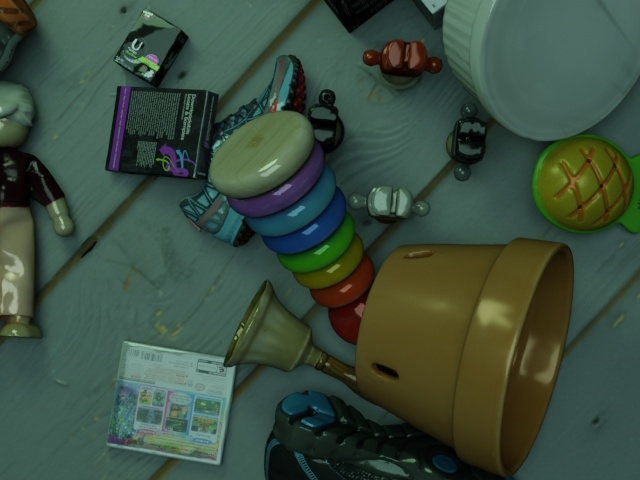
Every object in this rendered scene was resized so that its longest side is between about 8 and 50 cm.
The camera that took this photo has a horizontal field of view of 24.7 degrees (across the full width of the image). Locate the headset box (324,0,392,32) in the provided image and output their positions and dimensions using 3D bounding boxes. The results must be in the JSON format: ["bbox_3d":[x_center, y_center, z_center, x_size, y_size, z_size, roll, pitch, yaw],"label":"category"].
[{"bbox_3d":[0.114,-0.407,1.843,0.293,0.218,0.110,-37,85,4],"label":"headset box"}]

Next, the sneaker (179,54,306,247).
[{"bbox_3d":[-0.106,-0.130,1.909,0.125,0.104,0.261,22,89,9],"label":"sneaker"}]

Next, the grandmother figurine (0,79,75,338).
[{"bbox_3d":[-0.434,-0.045,1.943,0.208,0.104,0.342,6,84,-22],"label":"grandmother figurine"}]

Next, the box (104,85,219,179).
[{"bbox_3d":[-0.209,-0.141,1.918,0.162,0.029,0.116,7,87,37],"label":"box"}]

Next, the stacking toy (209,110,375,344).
[{"bbox_3d":[0.000,0.000,1.828,0.141,0.141,0.330,-32,122,3],"label":"stacking toy"}]

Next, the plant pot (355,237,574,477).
[{"bbox_3d":[0.173,0.122,1.795,0.204,0.291,0.290,14,89,21],"label":"plant pot"}]

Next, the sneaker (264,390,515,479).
[{"bbox_3d":[0.093,0.306,1.878,0.341,0.125,0.139,21,117,3],"label":"sneaker"}]

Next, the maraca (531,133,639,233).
[{"bbox_3d":[0.354,-0.070,1.868,0.186,0.099,0.127,8,97,-19],"label":"maraca"}]

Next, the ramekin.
[{"bbox_3d":[0.274,-0.269,1.813,0.273,0.127,0.272,-13,118,-26],"label":"ramekin"}]

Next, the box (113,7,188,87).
[{"bbox_3d":[-0.226,-0.256,1.951,0.062,0.052,0.083,32,90,5],"label":"box"}]

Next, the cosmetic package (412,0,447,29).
[{"bbox_3d":[0.224,-0.376,1.891,0.239,0.099,0.060,-37,85,2],"label":"cosmetic package"}]

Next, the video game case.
[{"bbox_3d":[-0.197,0.215,1.942,0.157,0.019,0.143,9,88,5],"label":"video game case"}]

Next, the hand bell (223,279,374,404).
[{"bbox_3d":[0.010,0.159,1.897,0.242,0.126,0.126,26,90,-6],"label":"hand bell"}]

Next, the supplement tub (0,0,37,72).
[{"bbox_3d":[-0.540,-0.248,1.910,0.316,0.193,0.193,-36,85,3],"label":"supplement tub"}]

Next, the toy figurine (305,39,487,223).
[{"bbox_3d":[0.095,-0.135,1.873,0.213,0.148,0.209,-42,90,-1],"label":"toy figurine"}]
